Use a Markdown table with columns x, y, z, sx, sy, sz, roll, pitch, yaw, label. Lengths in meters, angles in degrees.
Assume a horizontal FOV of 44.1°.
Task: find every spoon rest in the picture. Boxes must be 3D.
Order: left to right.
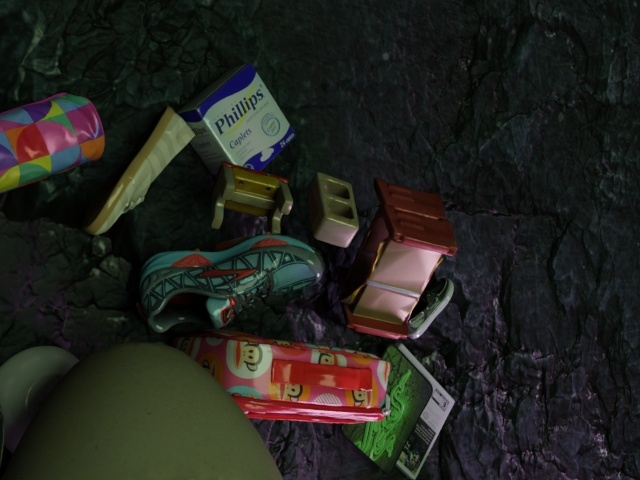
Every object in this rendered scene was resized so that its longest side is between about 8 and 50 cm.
| x | y | z | sx | sy | sz | roll | pitch | yaw | label |
| --- | --- | --- | --- | --- | --- | --- | --- | --- | --- |
| -0.334 | 0.271 | 1.025 | 0.137 | 0.084 | 0.277 | -23 | 90 | -38 | spoon rest |

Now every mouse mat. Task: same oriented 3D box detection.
| x | y | z | sx | sy | sz | roll | pitch | yaw | label |
| --- | --- | --- | --- | --- | --- | --- | --- | --- | --- |
| 0.122 | 0.296 | 1.393 | 0.153 | 0.007 | 0.190 | 47 | 63 | -29 | mouse mat |

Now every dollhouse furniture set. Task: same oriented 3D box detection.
| x | y | z | sx | sy | sz | roll | pitch | yaw | label |
| --- | --- | --- | --- | --- | --- | --- | --- | --- | --- |
| 0.000 | 0.000 | 1.218 | 0.373 | 0.152 | 0.201 | 15 | 124 | -17 | dollhouse furniture set |

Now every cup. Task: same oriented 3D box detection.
| x | y | z | sx | sy | sz | roll | pitch | yaw | label |
| --- | --- | --- | --- | --- | --- | --- | --- | --- | --- |
| -0.206 | 0.259 | 0.902 | 0.331 | 0.331 | 0.237 | 26 | 31 | -35 | cup |

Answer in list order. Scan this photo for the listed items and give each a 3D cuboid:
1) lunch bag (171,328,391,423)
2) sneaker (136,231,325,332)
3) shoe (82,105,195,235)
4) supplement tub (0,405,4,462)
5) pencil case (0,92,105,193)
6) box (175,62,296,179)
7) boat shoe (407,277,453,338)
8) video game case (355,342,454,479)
| x | y | z | sx | sy | sz | roll | pitch | yaw | label |
| --- | --- | --- | --- | --- | --- | --- | --- | --- | --- |
| -0.046 | 0.194 | 1.127 | 0.293 | 0.258 | 0.120 | 14 | 77 | -36 | lunch bag |
| -0.120 | 0.075 | 1.084 | 0.125 | 0.261 | 0.104 | -95 | 173 | -48 | sneaker |
| -0.246 | -0.090 | 1.088 | 0.058 | 0.076 | 0.219 | 42 | 63 | -25 | shoe |
| -0.515 | 0.215 | 0.785 | 0.337 | 0.207 | 0.207 | 24 | 75 | -35 | supplement tub |
| -0.385 | -0.111 | 0.966 | 0.236 | 0.104 | 0.105 | -25 | 105 | -38 | pencil case |
| -0.127 | -0.171 | 1.187 | 0.126 | 0.072 | 0.137 | -48 | 117 | -29 | box |
| 0.197 | 0.117 | 1.458 | 0.142 | 0.049 | 0.040 | -51 | 118 | -25 | boat shoe |
| 0.153 | 0.311 | 1.437 | 0.190 | 0.022 | 0.173 | 48 | 61 | -29 | video game case |
